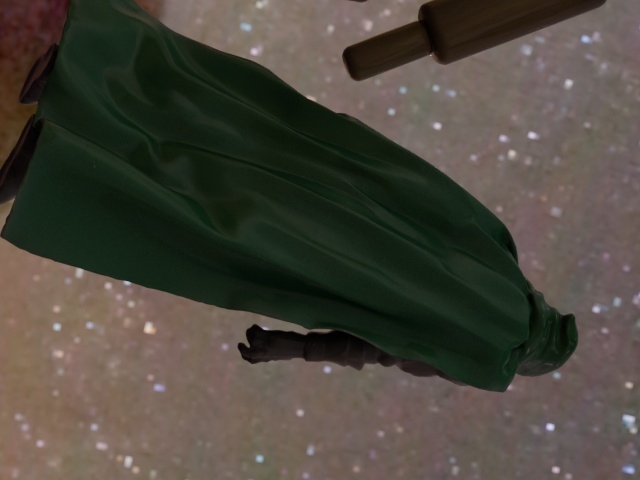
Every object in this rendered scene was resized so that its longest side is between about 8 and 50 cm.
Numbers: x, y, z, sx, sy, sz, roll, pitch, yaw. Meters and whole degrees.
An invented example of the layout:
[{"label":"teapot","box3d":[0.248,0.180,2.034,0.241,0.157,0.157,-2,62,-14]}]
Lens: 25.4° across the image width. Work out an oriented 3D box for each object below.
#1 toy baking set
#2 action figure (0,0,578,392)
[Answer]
[{"label":"toy baking set","box3d":[0.078,-0.187,0.629,0.030,0.256,0.196,-143,-143,-78]},{"label":"action figure","box3d":[0.000,0.000,0.515,0.063,0.232,0.137,-43,-150,45]}]
